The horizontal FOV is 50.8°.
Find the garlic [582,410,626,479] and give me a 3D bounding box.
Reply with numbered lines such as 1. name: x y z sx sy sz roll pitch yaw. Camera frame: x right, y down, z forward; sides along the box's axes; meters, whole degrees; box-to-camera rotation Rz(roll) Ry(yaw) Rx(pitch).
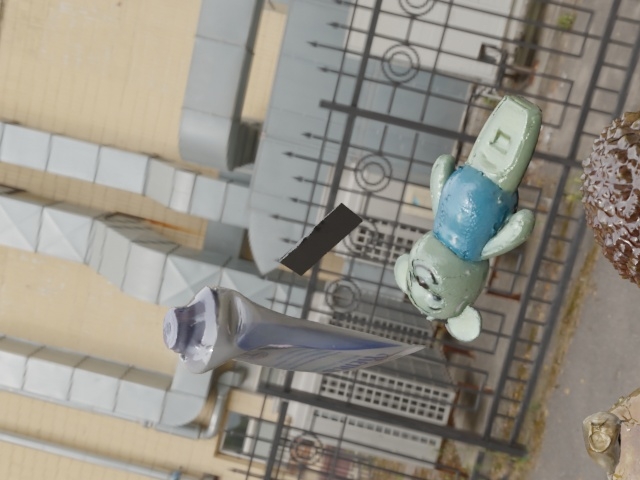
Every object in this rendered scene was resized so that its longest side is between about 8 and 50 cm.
1. garlic: 0.475 0.340 1.142 0.084 0.066 0.152 -58 -39 -25

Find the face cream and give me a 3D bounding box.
1. face cream: -0.058 0.171 1.128 0.235 0.420 0.137 -32 52 49

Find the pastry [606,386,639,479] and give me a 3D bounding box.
1. pastry: 0.872 0.520 1.773 0.311 0.162 0.255 -51 36 45

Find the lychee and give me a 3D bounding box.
1. lychee: 0.488 -0.062 0.944 0.267 0.267 0.267 14 -90 -89

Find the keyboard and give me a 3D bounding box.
1. keyboard: 0.000 -0.001 1.473 0.196 0.074 0.015 -42 37 19

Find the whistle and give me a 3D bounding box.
1. whistle: 0.130 -0.015 0.599 0.077 0.114 0.236 -16 -43 -37
